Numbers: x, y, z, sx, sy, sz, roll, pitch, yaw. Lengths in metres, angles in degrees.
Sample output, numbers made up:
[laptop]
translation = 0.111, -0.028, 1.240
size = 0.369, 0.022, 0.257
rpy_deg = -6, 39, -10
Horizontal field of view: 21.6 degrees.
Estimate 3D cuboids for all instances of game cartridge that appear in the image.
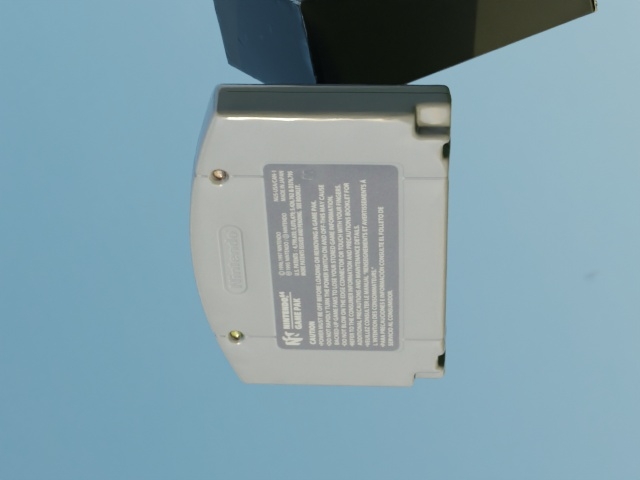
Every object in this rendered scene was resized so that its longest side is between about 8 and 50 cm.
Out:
[game cartridge]
translation = 0.000, 0.000, 1.274
size = 0.060, 0.196, 0.294
rpy_deg = -91, -1, -45

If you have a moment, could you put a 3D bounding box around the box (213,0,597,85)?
[box]
translation = 0.065, -0.208, 1.378
size = 0.261, 0.184, 0.103
rpy_deg = -22, -65, -20
